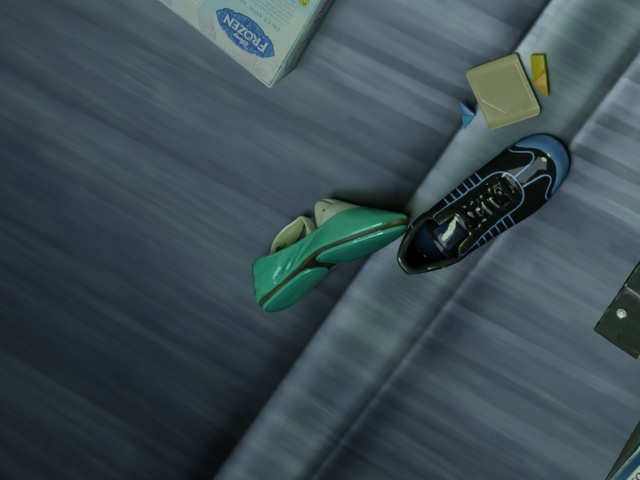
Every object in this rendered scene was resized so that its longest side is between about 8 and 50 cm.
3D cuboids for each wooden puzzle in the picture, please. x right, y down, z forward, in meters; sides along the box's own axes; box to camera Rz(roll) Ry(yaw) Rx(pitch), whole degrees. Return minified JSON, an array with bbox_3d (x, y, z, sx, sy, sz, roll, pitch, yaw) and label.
[{"bbox_3d":[0.203,-0.164,1.781,0.116,0.014,0.078,-9,106,32],"label":"wooden puzzle"}]

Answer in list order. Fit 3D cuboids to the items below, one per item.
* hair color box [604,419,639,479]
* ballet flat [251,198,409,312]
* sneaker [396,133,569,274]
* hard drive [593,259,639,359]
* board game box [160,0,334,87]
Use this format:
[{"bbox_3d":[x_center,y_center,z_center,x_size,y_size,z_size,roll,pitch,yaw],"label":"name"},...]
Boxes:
[{"bbox_3d":[0.490,0.315,1.769,0.347,0.174,0.105,38,128,7],"label":"hair color box"},{"bbox_3d":[0.000,0.000,1.940,0.247,0.083,0.087,-33,67,37],"label":"ballet flat"},{"bbox_3d":[0.180,-0.031,1.813,0.081,0.090,0.232,49,128,-1],"label":"sneaker"},{"bbox_3d":[0.405,-0.062,1.581,0.064,0.237,0.339,34,126,9],"label":"hard drive"},{"bbox_3d":[-0.097,-0.387,1.798,0.319,0.066,0.318,39,127,6],"label":"board game box"}]
